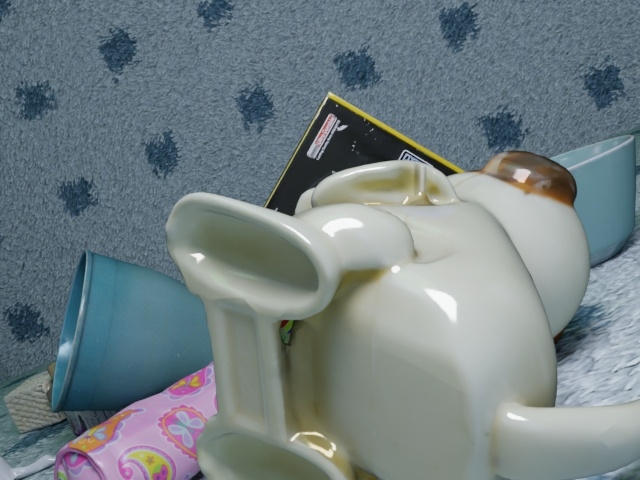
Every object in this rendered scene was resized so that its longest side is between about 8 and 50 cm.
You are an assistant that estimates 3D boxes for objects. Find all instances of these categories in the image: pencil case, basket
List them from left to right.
[{"bbox_3d":[-0.655,0.379,1.572,0.167,0.113,0.103,-21,6,26],"label":"basket"},{"bbox_3d":[-0.171,0.233,0.799,0.124,0.124,0.284,-20,4,39],"label":"pencil case"}]

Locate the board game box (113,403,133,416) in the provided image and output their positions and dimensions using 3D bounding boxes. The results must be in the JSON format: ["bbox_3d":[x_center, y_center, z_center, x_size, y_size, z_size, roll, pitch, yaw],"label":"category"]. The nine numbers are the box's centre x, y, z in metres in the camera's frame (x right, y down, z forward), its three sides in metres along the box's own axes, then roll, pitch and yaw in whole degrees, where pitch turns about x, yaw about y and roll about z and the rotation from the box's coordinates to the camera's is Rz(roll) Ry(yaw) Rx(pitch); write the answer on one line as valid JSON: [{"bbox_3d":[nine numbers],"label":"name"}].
[{"bbox_3d":[-0.247,0.281,0.960,0.194,0.060,0.194,-22,5,13],"label":"board game box"}]

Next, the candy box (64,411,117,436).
[{"bbox_3d":[-0.370,0.302,1.290,0.233,0.071,0.159,-24,3,-31],"label":"candy box"}]

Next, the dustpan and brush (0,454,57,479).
[{"bbox_3d":[-0.547,0.403,1.117,0.211,0.060,0.147,-30,7,-13],"label":"dustpan and brush"}]

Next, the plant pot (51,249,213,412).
[{"bbox_3d":[-0.309,0.171,1.150,0.255,0.271,0.272,12,-12,-24],"label":"plant pot"}]

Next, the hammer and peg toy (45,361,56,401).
[{"bbox_3d":[-0.438,0.234,1.429,0.266,0.127,0.361,-20,-16,-44],"label":"hammer and peg toy"}]

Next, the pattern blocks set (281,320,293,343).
[{"bbox_3d":[-0.071,0.153,1.182,0.285,0.026,0.325,-46,28,-13],"label":"pattern blocks set"}]

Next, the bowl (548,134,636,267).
[{"bbox_3d":[0.374,-0.039,1.065,0.312,0.163,0.311,-23,3,1],"label":"bowl"}]

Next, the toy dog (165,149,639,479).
[{"bbox_3d":[0.118,0.041,0.623,0.395,0.284,0.408,-3,15,36],"label":"toy dog"}]

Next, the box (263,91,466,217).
[{"bbox_3d":[0.041,-0.020,1.007,0.322,0.257,0.079,-60,7,-2],"label":"box"}]
